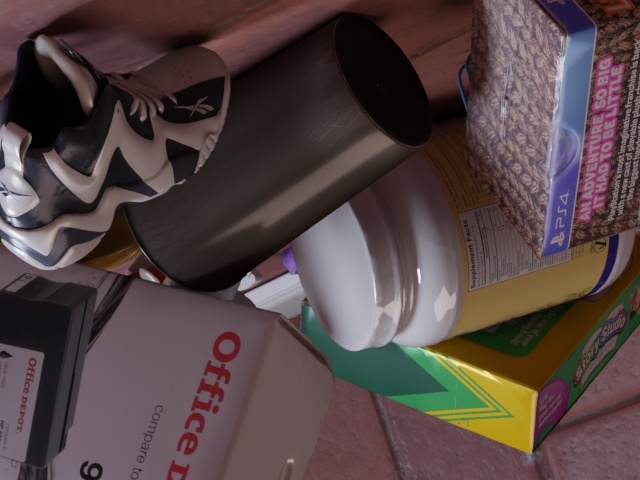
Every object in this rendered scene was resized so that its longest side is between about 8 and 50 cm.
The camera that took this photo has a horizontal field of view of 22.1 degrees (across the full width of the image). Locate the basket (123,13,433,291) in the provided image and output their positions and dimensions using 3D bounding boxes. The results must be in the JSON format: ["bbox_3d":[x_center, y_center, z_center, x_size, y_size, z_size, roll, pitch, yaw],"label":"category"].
[{"bbox_3d":[-0.031,-0.080,1.393,0.227,0.154,0.204,-31,-169,31],"label":"basket"}]

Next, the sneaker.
[{"bbox_3d":[-0.150,-0.103,1.186,0.235,0.094,0.153,-40,150,-29],"label":"sneaker"}]

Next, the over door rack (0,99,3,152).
[{"bbox_3d":[-0.390,0.002,1.256,0.239,0.108,0.324,-11,167,-37],"label":"over door rack"}]

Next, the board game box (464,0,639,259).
[{"bbox_3d":[0.281,-0.149,1.348,0.291,0.141,0.232,-17,136,-17],"label":"board game box"}]

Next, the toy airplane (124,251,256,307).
[{"bbox_3d":[-0.199,0.134,1.798,0.384,0.272,0.386,-41,162,-5],"label":"toy airplane"}]

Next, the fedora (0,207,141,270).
[{"bbox_3d":[-0.226,-0.012,1.582,0.194,0.079,0.194,-20,170,-4],"label":"fedora"}]

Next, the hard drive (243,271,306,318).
[{"bbox_3d":[0.010,0.059,2.555,0.307,0.040,0.203,-27,168,32],"label":"hard drive"}]

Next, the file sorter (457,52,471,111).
[{"bbox_3d":[0.205,-0.152,1.557,0.104,0.118,0.170,-15,170,-10],"label":"file sorter"}]

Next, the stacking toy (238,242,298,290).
[{"bbox_3d":[0.000,0.000,2.200,0.221,0.052,0.167,-28,169,33],"label":"stacking toy"}]

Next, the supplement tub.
[{"bbox_3d":[0.156,-0.018,1.829,0.331,0.241,0.241,-16,169,-23],"label":"supplement tub"}]

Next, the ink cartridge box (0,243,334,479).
[{"bbox_3d":[-0.224,0.173,1.450,0.394,0.286,0.166,12,164,22],"label":"ink cartridge box"}]

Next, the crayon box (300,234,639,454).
[{"bbox_3d":[0.202,0.077,2.003,0.313,0.106,0.363,21,-142,26],"label":"crayon box"}]
